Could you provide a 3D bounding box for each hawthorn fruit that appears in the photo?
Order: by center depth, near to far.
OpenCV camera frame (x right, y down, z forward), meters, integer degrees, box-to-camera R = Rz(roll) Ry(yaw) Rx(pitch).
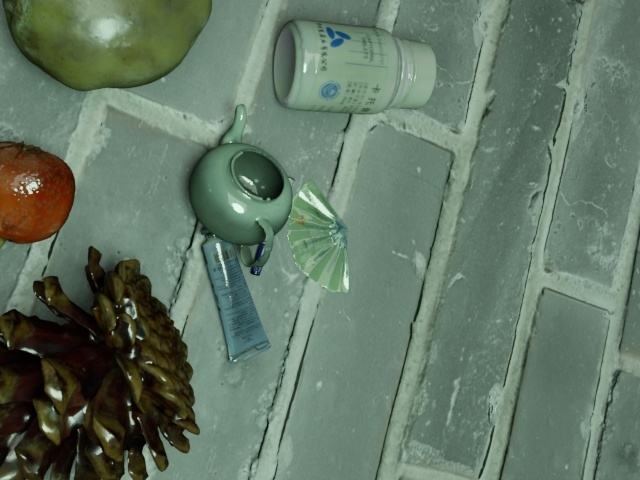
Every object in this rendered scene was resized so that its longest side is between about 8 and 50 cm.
[{"bbox_3d":[-0.509,-0.019,1.092,0.165,0.165,0.285,22,91,-18],"label":"hawthorn fruit"}]

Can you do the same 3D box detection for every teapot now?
[{"bbox_3d":[-0.137,-0.089,1.219,0.193,0.129,0.294,1,63,-36],"label":"teapot"}]

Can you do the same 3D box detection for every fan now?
[{"bbox_3d":[0.000,0.000,1.353,0.131,0.009,0.240,-20,93,-20],"label":"fan"}]

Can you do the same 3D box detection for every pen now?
[{"bbox_3d":[-0.094,-0.029,1.310,0.025,0.025,0.204,23,78,-18],"label":"pen"}]

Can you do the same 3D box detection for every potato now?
[{"bbox_3d":[-0.350,-0.375,1.135,0.326,0.221,0.243,-30,107,-31],"label":"potato"}]

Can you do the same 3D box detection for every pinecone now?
[{"bbox_3d":[-0.375,0.216,1.011,0.384,0.384,0.384,2,84,-21],"label":"pinecone"}]

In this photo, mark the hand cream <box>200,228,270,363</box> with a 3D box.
[{"bbox_3d":[-0.166,0.097,1.255,0.088,0.055,0.256,-21,95,-32],"label":"hand cream"}]

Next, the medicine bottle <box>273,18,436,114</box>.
[{"bbox_3d":[0.066,-0.333,1.323,0.293,0.170,0.170,-1,86,-23],"label":"medicine bottle"}]
